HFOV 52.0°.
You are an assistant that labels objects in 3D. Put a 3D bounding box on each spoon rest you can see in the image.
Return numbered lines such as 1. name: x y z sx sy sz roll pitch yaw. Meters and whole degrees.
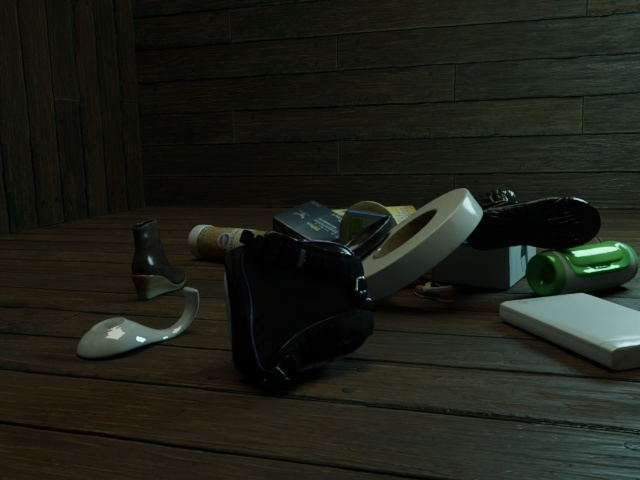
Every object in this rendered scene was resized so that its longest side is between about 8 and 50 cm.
1. spoon rest: -0.377 0.188 1.384 0.276 0.084 0.137 -25 20 -35

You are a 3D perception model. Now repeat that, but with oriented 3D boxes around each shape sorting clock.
1. shape sorting clock: 0.147 -0.016 1.955 0.206 0.206 0.040 4 11 32

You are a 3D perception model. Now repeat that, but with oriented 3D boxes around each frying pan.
1. frying pan: 0.077 0.039 1.812 0.326 0.053 0.197 -42 7 -25

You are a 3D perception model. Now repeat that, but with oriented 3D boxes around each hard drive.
1. hard drive: 0.562 0.175 1.332 0.233 0.047 0.353 -4 9 -17

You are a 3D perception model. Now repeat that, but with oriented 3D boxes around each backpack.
1. backpack: -0.041 0.120 1.207 0.263 0.277 0.213 -3 -5 -28

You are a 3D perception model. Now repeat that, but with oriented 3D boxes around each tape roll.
1. tape roll: 0.237 0.009 1.687 0.392 0.072 0.392 -38 7 6

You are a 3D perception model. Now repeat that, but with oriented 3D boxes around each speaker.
1. speaker: 0.684 0.073 1.707 0.296 0.131 0.131 -6 10 -27

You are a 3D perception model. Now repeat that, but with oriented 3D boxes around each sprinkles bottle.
1. sprinkles bottle: -0.295 0.015 2.268 0.355 0.121 0.121 5 11 35

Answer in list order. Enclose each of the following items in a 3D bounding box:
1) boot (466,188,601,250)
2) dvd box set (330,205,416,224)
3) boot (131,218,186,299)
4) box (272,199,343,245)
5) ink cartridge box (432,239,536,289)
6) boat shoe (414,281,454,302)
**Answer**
1. boot: 0.545 -0.065 1.757 0.348 0.131 0.260 -1 12 12
2. dvd box set: 0.161 -0.012 2.198 0.420 0.062 0.308 -4 33 -14
3. boot: -0.451 0.042 1.844 0.090 0.207 0.248 1 9 13
4. box: -0.012 -0.037 2.100 0.183 0.059 0.232 -25 43 -36
5. ink cartridge box: 0.487 0.041 1.927 0.223 0.129 0.307 3 11 31
6. boat shoe: 0.293 0.128 1.693 0.049 0.043 0.137 -9 10 -30
